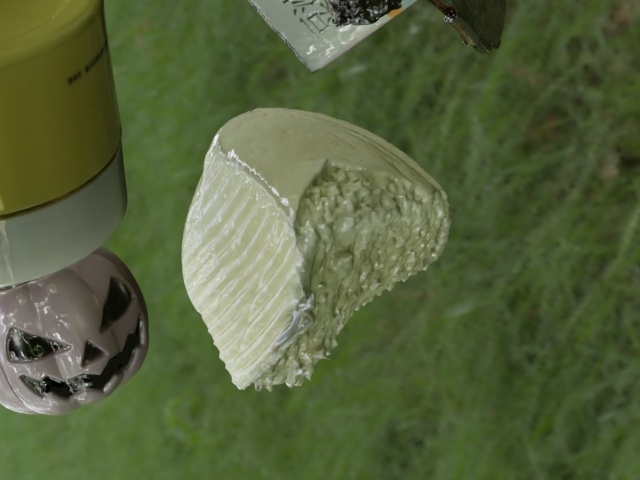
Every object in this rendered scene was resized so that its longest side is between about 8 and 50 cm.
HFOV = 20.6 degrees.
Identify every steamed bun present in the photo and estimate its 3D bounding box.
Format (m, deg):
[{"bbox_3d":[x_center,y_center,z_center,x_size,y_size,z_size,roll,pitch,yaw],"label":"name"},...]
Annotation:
[{"bbox_3d":[0.000,0.000,2.010,0.273,0.272,0.290,56,137,26],"label":"steamed bun"}]

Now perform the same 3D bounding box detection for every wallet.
[{"bbox_3d":[0.116,-0.237,1.455,0.255,0.031,0.137,21,-112,-69],"label":"wallet"}]

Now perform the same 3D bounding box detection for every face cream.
[{"bbox_3d":[-0.259,-0.096,1.302,0.218,0.218,0.179,-129,29,-52],"label":"face cream"}]

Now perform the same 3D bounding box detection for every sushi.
[{"bbox_3d":[0.034,-0.266,1.710,0.084,0.094,0.098,66,178,-49],"label":"sushi"}]

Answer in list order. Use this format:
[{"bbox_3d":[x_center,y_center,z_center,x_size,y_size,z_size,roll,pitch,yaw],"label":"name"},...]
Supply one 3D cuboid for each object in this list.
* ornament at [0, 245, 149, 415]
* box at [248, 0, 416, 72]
[{"bbox_3d":[-0.255,0.076,1.686,0.177,0.177,0.178,161,90,-75],"label":"ornament"},{"bbox_3d":[0.039,-0.425,1.859,0.344,0.385,0.122,48,-159,-24],"label":"box"}]
